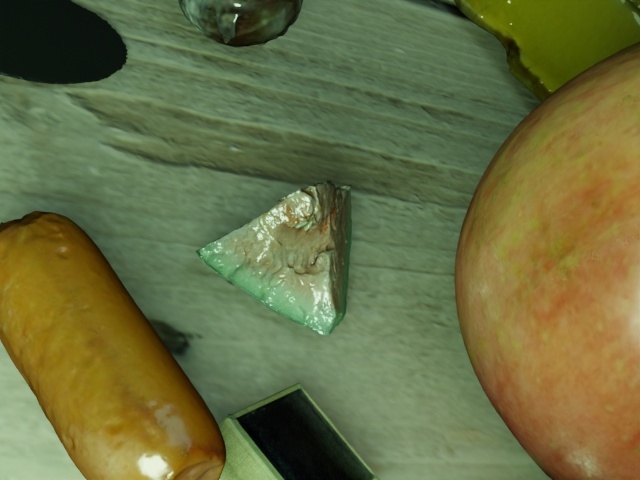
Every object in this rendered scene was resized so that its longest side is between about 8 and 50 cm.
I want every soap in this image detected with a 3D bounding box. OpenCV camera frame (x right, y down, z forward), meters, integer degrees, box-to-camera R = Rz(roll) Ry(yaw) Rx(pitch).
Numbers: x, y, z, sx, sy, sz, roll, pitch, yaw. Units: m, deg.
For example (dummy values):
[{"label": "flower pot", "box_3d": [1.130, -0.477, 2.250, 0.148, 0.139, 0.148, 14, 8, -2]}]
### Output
[{"label": "soap", "box_3d": [0.218, -0.226, 1.595, 0.339, 0.169, 0.304, 33, 21, -13]}]

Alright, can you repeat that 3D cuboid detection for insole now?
[{"label": "insole", "box_3d": [-0.247, -0.139, 1.121, 0.322, 0.007, 0.109, -7, 53, -51]}]

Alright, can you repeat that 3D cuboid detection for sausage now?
[{"label": "sausage", "box_3d": [-0.123, 0.063, 0.933, 0.076, 0.076, 0.197, -4, 51, -50]}]

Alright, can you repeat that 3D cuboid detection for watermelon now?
[{"label": "watermelon", "box_3d": [-0.006, 0.004, 1.152, 0.101, 0.080, 0.155, 49, 15, -4]}]

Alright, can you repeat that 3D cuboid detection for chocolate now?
[{"label": "chocolate", "box_3d": [-0.076, -0.247, 1.355, 0.110, 0.110, 0.248, 13, 45, -39]}]

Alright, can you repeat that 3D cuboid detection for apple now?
[{"label": "apple", "box_3d": [0.281, 0.021, 1.189, 0.364, 0.364, 0.364, 28, 33, -20]}]

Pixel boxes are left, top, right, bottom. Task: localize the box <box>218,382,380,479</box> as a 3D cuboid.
[{"label": "box", "box_3d": [-0.016, 0.130, 1.001, 0.079, 0.035, 0.083, 49, 32, 14]}]
